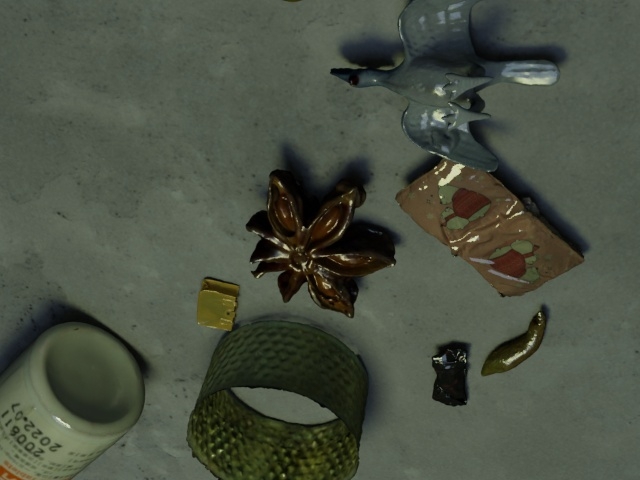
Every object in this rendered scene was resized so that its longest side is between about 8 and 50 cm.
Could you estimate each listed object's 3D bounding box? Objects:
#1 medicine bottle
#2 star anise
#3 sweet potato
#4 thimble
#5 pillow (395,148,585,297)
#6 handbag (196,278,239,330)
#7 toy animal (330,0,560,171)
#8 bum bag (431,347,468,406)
[{"bbox_3d":[-0.469,0.309,1.674,0.211,0.211,0.371,39,125,-14],"label":"medicine bottle"},{"bbox_3d":[0.001,-0.006,1.396,0.214,0.099,0.220,12,124,-11],"label":"star anise"},{"bbox_3d":[0.287,0.157,1.472,0.041,0.038,0.153,17,130,-27],"label":"sweet potato"},{"bbox_3d":[-0.059,0.262,1.559,0.270,0.150,0.271,6,131,7],"label":"thimble"},{"bbox_3d":[0.226,-0.020,1.351,0.248,0.049,0.135,39,125,-19],"label":"pillow"},{"bbox_3d":[-0.158,0.100,1.554,0.061,0.027,0.083,12,132,2],"label":"handbag"},{"bbox_3d":[0.148,-0.202,1.210,0.255,0.176,0.239,-6,119,-13],"label":"toy animal"},{"bbox_3d":[0.196,0.209,1.534,0.057,0.034,0.124,0,126,4],"label":"bum bag"}]
